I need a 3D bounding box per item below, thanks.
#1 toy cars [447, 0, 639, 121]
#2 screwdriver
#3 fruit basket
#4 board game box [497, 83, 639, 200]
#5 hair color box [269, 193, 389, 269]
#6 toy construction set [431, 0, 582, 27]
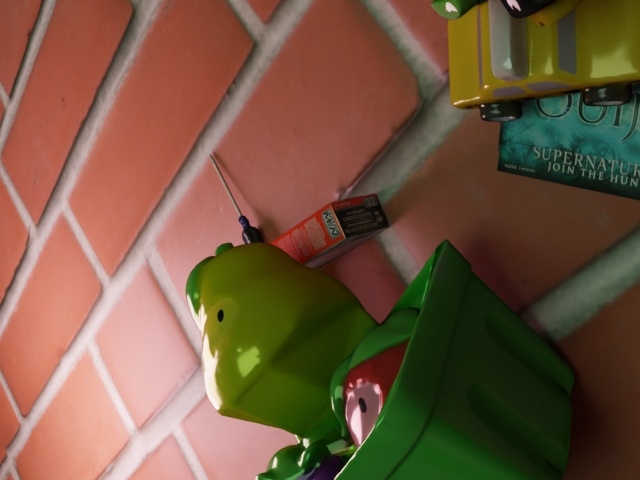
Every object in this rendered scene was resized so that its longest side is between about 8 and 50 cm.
[{"bbox_3d":[0.105,-0.220,0.659,0.393,0.087,0.176,51,125,33],"label":"toy cars"},{"bbox_3d":[-0.108,-0.041,1.002,0.170,0.025,0.024,58,134,16],"label":"screwdriver"},{"bbox_3d":[0.001,0.158,0.749,0.392,0.283,0.392,10,124,15],"label":"fruit basket"},{"bbox_3d":[0.231,-0.101,0.632,0.186,0.026,0.126,18,114,42],"label":"board game box"},{"bbox_3d":[0.000,0.000,0.866,0.141,0.072,0.043,-31,78,45],"label":"hair color box"},{"bbox_3d":[0.102,-0.277,0.520,0.237,0.257,0.309,-46,39,-4],"label":"toy construction set"}]
